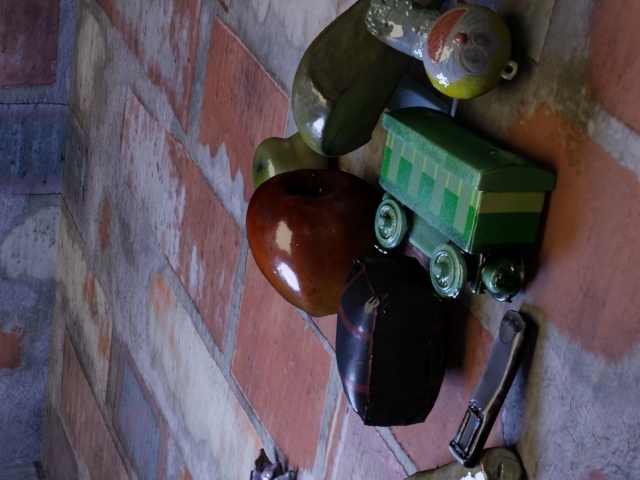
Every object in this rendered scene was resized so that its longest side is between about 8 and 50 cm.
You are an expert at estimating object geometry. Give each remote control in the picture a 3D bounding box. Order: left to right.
[{"bbox_3d":[0.130,-0.191,1.841,0.162,0.029,0.061,-133,44,-54],"label":"remote control"},{"bbox_3d":[0.217,0.189,1.652,0.059,0.028,0.212,-130,58,-65],"label":"remote control"}]

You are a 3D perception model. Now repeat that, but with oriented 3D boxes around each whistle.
[{"bbox_3d":[0.148,-0.253,1.624,0.223,0.123,0.123,29,125,24],"label":"whistle"}]

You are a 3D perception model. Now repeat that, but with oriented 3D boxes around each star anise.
[{"bbox_3d":[-0.093,0.488,2.386,0.195,0.065,0.182,21,114,59],"label":"star anise"}]

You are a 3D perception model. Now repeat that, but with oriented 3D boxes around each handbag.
[{"bbox_3d":[0.098,0.135,1.813,0.169,0.155,0.215,-117,30,-66],"label":"handbag"}]

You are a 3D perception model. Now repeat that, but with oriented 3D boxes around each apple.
[{"bbox_3d":[0.001,0.000,1.940,0.234,0.234,0.234,176,90,-65],"label":"apple"}]

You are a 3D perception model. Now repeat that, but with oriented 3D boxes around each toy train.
[{"bbox_3d":[0.172,-0.046,1.669,0.301,0.120,0.202,-139,53,-57],"label":"toy train"}]

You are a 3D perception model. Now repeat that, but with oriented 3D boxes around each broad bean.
[{"bbox_3d":[-0.045,-0.046,2.137,0.189,0.121,0.263,172,91,-69],"label":"broad bean"}]

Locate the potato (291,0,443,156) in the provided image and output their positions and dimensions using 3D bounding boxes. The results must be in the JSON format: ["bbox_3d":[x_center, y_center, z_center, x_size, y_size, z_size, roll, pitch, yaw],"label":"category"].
[{"bbox_3d":[0.030,-0.232,1.734,0.112,0.255,0.269,33,120,12],"label":"potato"}]

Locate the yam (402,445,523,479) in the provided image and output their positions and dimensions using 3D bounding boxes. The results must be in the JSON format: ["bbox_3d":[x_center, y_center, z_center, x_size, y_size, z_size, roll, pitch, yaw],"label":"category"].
[{"bbox_3d":[0.172,0.342,1.783,0.317,0.067,0.071,138,144,-58],"label":"yam"}]
